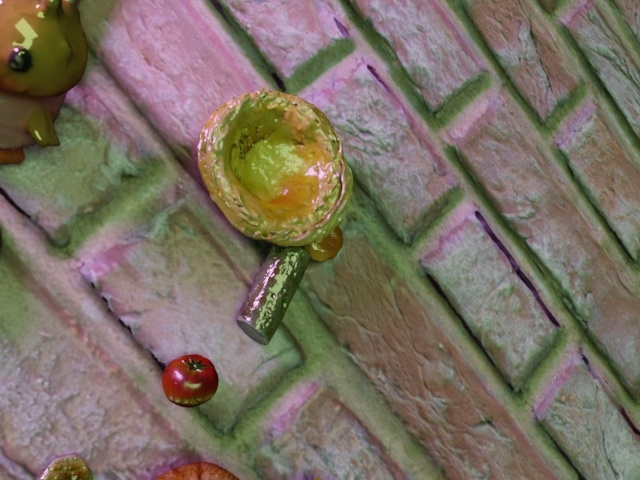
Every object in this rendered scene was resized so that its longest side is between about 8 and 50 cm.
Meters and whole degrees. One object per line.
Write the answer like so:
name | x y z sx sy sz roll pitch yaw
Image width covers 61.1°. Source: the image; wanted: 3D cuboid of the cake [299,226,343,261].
cake | 0.000 0.000 1.000 0.084 0.044 0.084 5 78 -23

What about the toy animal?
toy animal | -0.411 -0.232 0.739 0.195 0.281 0.169 46 47 -10

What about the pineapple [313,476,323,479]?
pineapple | 0.021 0.515 0.915 0.250 0.140 0.164 40 110 2

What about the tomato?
tomato | -0.206 0.225 0.856 0.087 0.087 0.075 12 116 -22

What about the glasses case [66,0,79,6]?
glasses case | -0.429 -0.417 0.863 0.095 0.062 0.272 20 75 -20

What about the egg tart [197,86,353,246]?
egg tart | -0.077 -0.119 0.943 0.288 0.118 0.288 5 77 -23

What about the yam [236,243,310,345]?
yam | -0.082 0.085 0.934 0.078 0.078 0.179 31 75 -17

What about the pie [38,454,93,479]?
pie | -0.365 0.353 0.783 0.084 0.020 0.084 30 47 -37

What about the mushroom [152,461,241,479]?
mushroom | -0.180 0.465 0.776 0.267 0.254 0.267 1 65 -2
